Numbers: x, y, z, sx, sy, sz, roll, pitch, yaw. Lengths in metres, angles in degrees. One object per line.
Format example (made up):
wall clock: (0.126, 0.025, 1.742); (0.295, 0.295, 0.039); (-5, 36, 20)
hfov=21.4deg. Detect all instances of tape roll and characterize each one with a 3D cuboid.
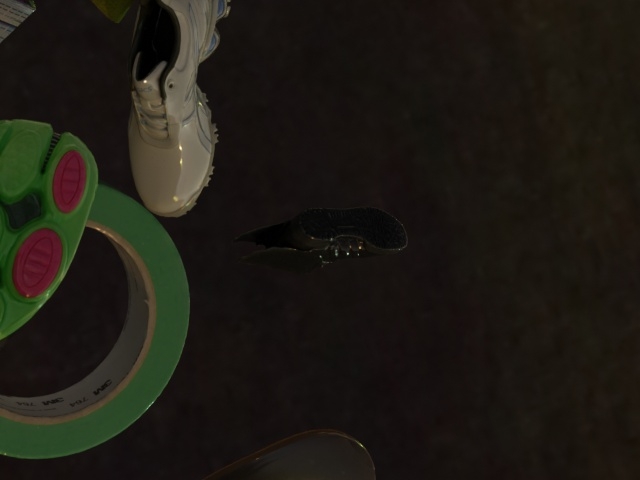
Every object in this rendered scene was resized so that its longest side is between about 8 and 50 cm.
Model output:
tape roll: (-0.307, 0.081, 1.894); (0.321, 0.321, 0.077); (54, -13, -27)

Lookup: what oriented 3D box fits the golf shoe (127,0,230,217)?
golf shoe: (-0.113, -0.099, 1.169); (0.086, 0.069, 0.176); (-26, 123, -66)

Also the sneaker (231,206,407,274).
sneaker: (0.001, 0.002, 1.768); (0.170, 0.089, 0.051); (5, 61, -36)

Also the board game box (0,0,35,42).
board game box: (-0.221, -0.171, 0.867); (0.060, 0.194, 0.194); (13, 47, -50)

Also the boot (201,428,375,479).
boot: (-0.083, 0.226, 1.331); (0.112, 0.305, 0.115); (45, 21, -16)

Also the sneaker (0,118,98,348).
sneaker: (-0.375, 0.088, 1.550); (0.185, 0.483, 0.202); (35, 6, -8)

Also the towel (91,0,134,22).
towel: (-0.112, -0.263, 1.139); (0.102, 0.237, 0.021); (48, 32, 11)
